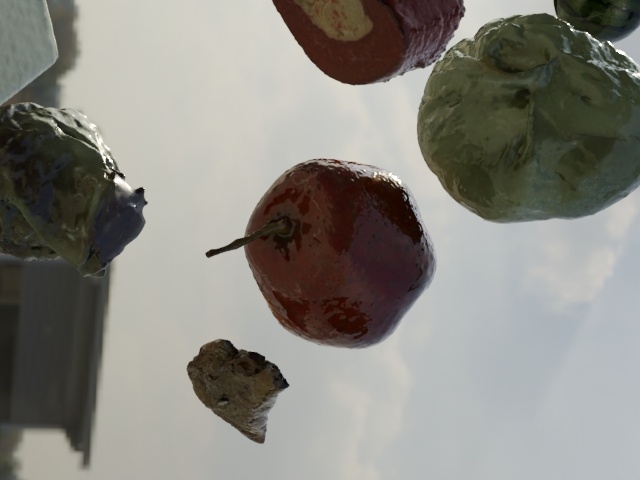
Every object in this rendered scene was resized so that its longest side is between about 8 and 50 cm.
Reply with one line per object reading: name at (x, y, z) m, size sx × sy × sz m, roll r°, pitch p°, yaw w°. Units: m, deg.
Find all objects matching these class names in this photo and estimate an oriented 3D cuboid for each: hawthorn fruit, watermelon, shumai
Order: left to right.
shumai at (-0.158, -0.024, 0.862) m, size 0.087 × 0.123 × 0.099 m, roll 30°, pitch -73°, yaw 39°
hawthorn fruit at (0.000, 0.000, 1.173) m, size 0.162 × 0.203 × 0.163 m, roll -15°, pitch -119°, yaw 28°
watermelon at (0.286, -0.242, 1.413) m, size 0.109 × 0.109 × 0.109 m, roll -177°, pitch -90°, yaw -76°

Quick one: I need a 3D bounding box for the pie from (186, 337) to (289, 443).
pie at (-0.072, 0.126, 1.203) m, size 0.034 × 0.092 × 0.170 m, roll -59°, pitch 179°, yaw -27°

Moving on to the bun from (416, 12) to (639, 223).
bun at (0.186, -0.117, 1.210) m, size 0.126 × 0.212 × 0.204 m, roll 79°, pitch -2°, yaw -55°

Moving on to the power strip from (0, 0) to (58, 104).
power strip at (-0.292, -0.160, 1.060) m, size 0.139 × 0.140 × 0.224 m, roll -58°, pitch 144°, yaw -58°

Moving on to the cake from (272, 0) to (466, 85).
cake at (0.048, -0.332, 1.819) m, size 0.177 × 0.151 × 0.283 m, roll -33°, pitch -93°, yaw 50°
